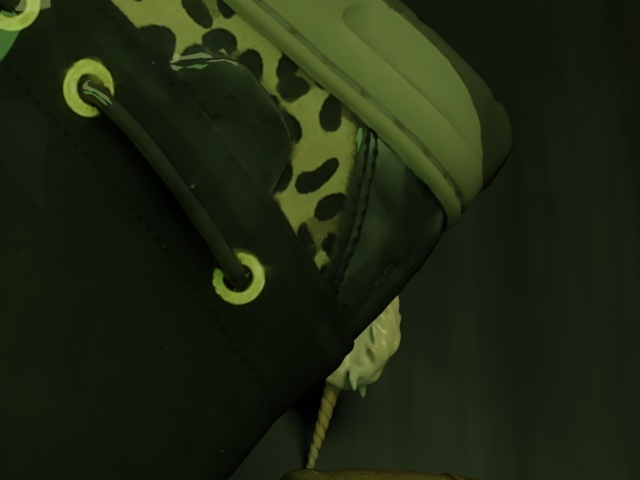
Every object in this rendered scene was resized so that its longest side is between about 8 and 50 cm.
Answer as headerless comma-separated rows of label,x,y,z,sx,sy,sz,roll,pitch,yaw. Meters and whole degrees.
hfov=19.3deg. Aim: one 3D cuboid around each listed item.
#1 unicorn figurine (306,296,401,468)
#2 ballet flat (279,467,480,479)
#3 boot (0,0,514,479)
unicorn figurine,0.000,0.000,0.782,0.111,0.060,0.162,36,43,7
ballet flat,-0.020,0.186,0.569,0.124,0.116,0.342,18,40,6
boot,-0.161,-0.021,0.556,0.377,0.138,0.284,33,80,-13
